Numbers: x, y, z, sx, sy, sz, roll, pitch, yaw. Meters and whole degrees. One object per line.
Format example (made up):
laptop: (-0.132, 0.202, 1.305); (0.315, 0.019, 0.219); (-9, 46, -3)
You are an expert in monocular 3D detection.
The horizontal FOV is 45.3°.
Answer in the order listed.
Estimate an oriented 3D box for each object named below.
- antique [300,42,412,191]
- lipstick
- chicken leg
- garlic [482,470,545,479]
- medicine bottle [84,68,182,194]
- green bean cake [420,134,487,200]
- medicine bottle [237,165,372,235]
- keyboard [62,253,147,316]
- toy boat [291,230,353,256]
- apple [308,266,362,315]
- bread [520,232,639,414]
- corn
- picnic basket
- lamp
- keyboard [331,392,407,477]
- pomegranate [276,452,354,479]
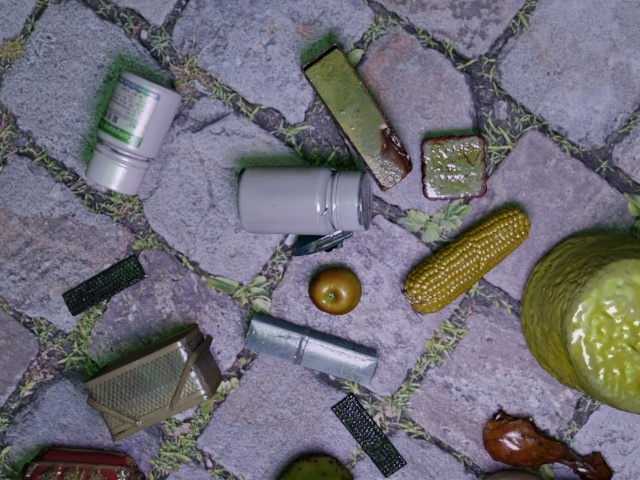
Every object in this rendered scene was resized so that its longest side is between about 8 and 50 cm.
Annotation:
antique: (0.082, -0.249, 1.584); (0.093, 0.087, 0.310); (-33, 94, 6)
lipstick: (-0.017, 0.234, 1.657); (0.289, 0.077, 0.076); (16, 98, 0)
chicken leg: (0.496, 0.458, 1.659); (0.304, 0.093, 0.113); (20, 87, -4)
garlic: (0.456, 0.593, 1.592); (0.286, 0.249, 0.313); (19, 138, 22)
medicine bottle: (-0.391, -0.223, 1.589); (0.139, 0.139, 0.237); (26, 100, 0)
green bean cake: (0.276, -0.151, 1.600); (0.135, 0.056, 0.136); (-3, 97, 2)
medicine bottle: (-0.030, -0.082, 1.564); (0.258, 0.143, 0.144); (1, 98, 15)
keyboard: (-0.479, 0.101, 1.697); (0.195, 0.018, 0.060); (-29, 92, 6)
toy boat: (0.000, 0.000, 1.636); (0.141, 0.055, 0.060); (-24, 117, 5)
apple: (0.031, 0.105, 1.625); (0.114, 0.102, 0.099); (17, 100, 2)
bread: (0.581, 0.161, 1.498); (0.348, 0.308, 0.348); (0, 95, 6)
corn: (0.304, 0.042, 1.601); (0.305, 0.106, 0.106); (-38, 94, 6)
picnic basket: (-0.349, 0.298, 1.641); (0.266, 0.165, 0.139); (-25, 95, 5)
lamp: (-0.524, 0.548, 1.687); (0.273, 0.177, 0.177); (4, 98, 5)
keyboard: (0.109, 0.436, 1.709); (0.061, 0.013, 0.204); (-37, 94, 8)
pomegranate: (0.012, 0.577, 1.658); (0.248, 0.214, 0.214); (30, 100, -37)
